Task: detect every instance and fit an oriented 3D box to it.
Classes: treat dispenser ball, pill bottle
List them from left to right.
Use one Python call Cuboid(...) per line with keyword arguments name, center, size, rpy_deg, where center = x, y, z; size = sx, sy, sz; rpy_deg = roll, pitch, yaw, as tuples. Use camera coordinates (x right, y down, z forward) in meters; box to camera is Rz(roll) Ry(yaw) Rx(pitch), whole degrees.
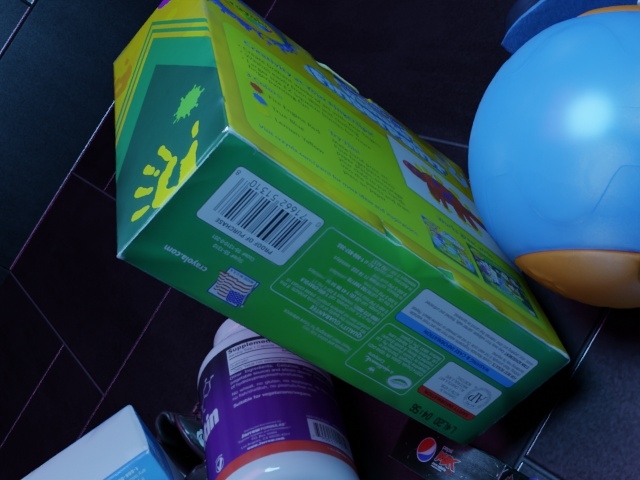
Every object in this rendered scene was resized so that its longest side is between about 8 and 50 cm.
Cuboid(name="pill bottle", center=(-0.062, 0.236, 1.219), size=(0.181, 0.182, 0.323), rpy_deg=(-45, 32, 19))
Cuboid(name="treat dispenser ball", center=(0.288, -0.079, 0.909), size=(0.288, 0.288, 0.288), rpy_deg=(-35, 37, 32))

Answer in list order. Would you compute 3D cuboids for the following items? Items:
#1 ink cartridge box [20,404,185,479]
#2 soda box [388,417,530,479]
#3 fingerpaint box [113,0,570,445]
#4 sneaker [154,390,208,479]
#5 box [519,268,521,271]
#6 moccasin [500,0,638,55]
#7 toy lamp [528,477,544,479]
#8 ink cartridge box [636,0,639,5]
Cuboid(name="ink cartridge box", center=(-0.227, 0.384, 1.151), size=(0.198, 0.270, 0.197), rpy_deg=(-35, 15, -11))
Cuboid(name="soda box", center=(0.150, 0.248, 1.031), size=(0.169, 0.053, 0.060), rpy_deg=(19, 77, 58))
Cuboid(name="fingerpaint box", center=(0.006, -0.038, 0.997), size=(0.163, 0.445, 0.371), rpy_deg=(-45, 33, 20))
Cuboid(name="sneaker", center=(-0.172, 0.257, 1.372), size=(0.106, 0.163, 0.281), rpy_deg=(-49, 32, 14))
Cuboid(name="box", center=(0.180, 0.087, 1.133), size=(0.101, 0.060, 0.244), rpy_deg=(-21, 46, 44))
Cuboid(name="moccasin", center=(0.365, -0.361, 1.215), size=(0.342, 0.138, 0.116), rpy_deg=(-25, 39, 41))
Cuboid(name="toy lamp", center=(0.180, 0.359, 0.864), size=(0.080, 0.080, 0.274), rpy_deg=(-1, 62, 55))
Cuboid(name="ink cartridge box", center=(0.435, -0.242, 1.047), size=(0.159, 0.092, 0.217), rpy_deg=(-11, 52, 50))
